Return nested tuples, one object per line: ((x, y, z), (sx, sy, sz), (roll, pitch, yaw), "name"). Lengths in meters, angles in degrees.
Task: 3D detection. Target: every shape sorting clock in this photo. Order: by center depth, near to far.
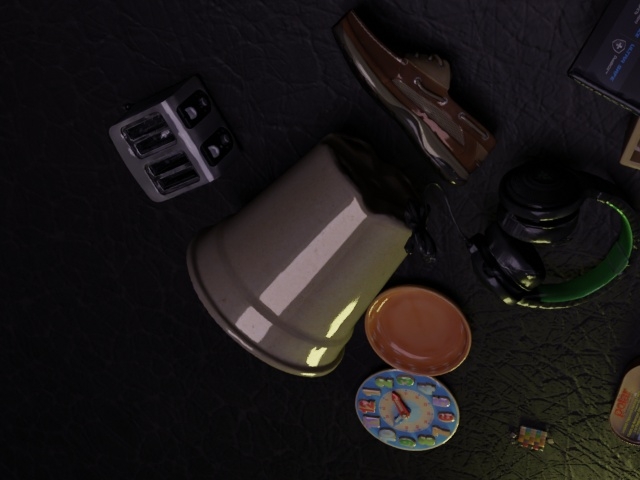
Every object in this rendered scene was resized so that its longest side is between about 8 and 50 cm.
((0.168, 0.333, 1.887), (0.206, 0.040, 0.206), (10, 124, 15), "shape sorting clock")

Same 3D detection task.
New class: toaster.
((-0.260, -0.175, 1.688), (0.185, 0.110, 0.168), (-18, 112, 29), "toaster")

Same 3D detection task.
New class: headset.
((0.315, 0.005, 1.497), (0.394, 0.185, 0.243), (14, 126, -14), "headset")

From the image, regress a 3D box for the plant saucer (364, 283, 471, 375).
((0.181, 0.160, 1.776), (0.199, 0.037, 0.200), (10, 123, 16), "plant saucer")

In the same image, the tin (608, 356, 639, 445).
((0.574, 0.282, 1.703), (0.106, 0.040, 0.190), (13, 124, 8), "tin")

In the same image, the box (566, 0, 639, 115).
((0.528, -0.275, 1.269), (0.293, 0.073, 0.296), (32, 102, 7), "box")

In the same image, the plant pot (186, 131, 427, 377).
((0.000, 0.000, 1.597), (0.334, 0.334, 0.305), (40, 115, -6), "plant pot")

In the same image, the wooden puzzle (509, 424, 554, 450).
((0.404, 0.377, 1.845), (0.083, 0.006, 0.049), (12, 124, 14), "wooden puzzle")

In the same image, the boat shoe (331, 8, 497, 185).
((0.150, -0.234, 1.503), (0.120, 0.122, 0.324), (-41, 105, 4), "boat shoe")

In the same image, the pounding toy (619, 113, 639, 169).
((0.542, -0.136, 1.423), (0.181, 0.094, 0.206), (17, 143, 9), "pounding toy")
